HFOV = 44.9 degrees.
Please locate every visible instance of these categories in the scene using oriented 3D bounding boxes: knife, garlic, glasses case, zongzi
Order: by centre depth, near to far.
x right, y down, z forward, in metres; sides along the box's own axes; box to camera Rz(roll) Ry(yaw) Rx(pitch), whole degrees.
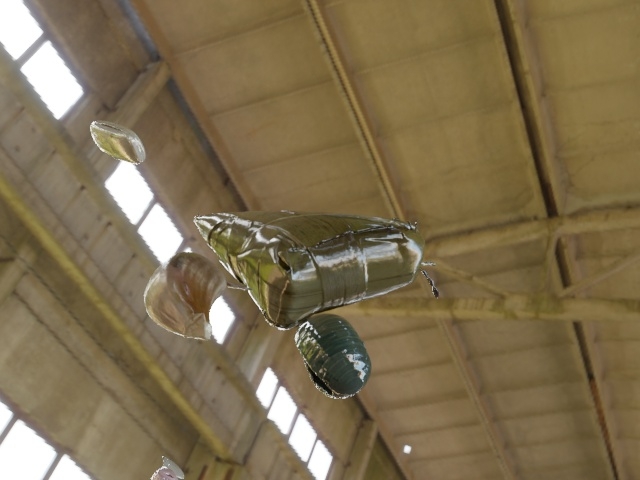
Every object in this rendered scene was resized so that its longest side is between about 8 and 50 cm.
[{"bbox_3d":[-0.187,0.076,1.168,0.128,0.198,0.091,32,-73,3],"label":"garlic"},{"bbox_3d":[-0.467,-0.227,1.781,0.204,0.051,0.081,20,-44,45],"label":"glasses case"},{"bbox_3d":[0.002,-0.020,1.866,0.467,0.499,0.218,44,-43,45],"label":"zongzi"},{"bbox_3d":[-0.411,0.635,2.131,0.081,0.043,0.336,26,-7,-4],"label":"knife"}]

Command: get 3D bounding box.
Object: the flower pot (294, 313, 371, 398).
[{"bbox_3d":[0.033,0.293,1.992,0.157,0.243,0.189,-25,-45,-9],"label":"flower pot"}]
